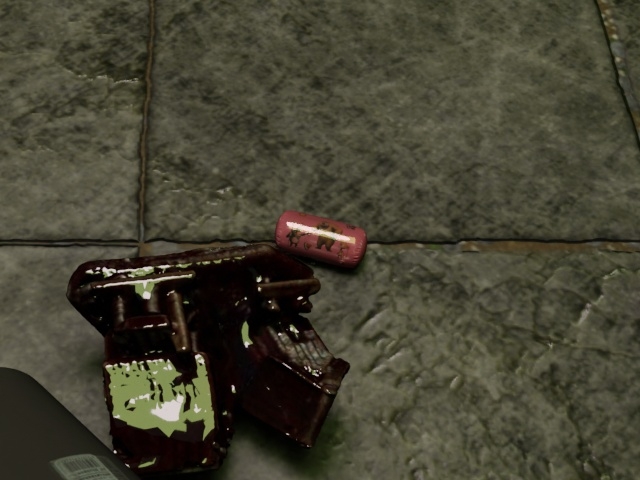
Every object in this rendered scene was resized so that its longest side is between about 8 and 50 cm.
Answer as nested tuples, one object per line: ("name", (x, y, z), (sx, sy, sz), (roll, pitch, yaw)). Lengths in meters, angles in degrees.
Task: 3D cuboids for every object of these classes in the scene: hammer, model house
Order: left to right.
("model house", (-0.079, 0.094, 0.940), (0.203, 0.141, 0.164), (-12, 32, -11))
("hammer", (0.000, 0.000, 1.095), (0.083, 0.043, 0.043), (15, 50, 3))

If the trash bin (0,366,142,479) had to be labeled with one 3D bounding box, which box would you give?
("trash bin", (-0.151, 0.247, 0.767), (0.334, 0.214, 0.214), (36, 55, 28))
